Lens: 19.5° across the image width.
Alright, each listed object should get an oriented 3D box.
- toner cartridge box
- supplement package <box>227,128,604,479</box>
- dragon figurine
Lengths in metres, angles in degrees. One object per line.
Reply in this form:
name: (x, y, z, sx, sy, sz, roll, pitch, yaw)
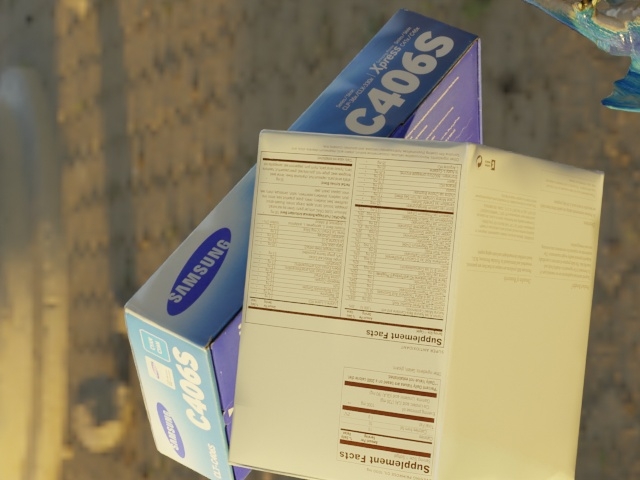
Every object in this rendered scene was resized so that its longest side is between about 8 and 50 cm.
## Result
toner cartridge box: (0.000, 0.000, 1.362, 0.075, 0.348, 0.165, 23, 144, 26)
supplement package: (0.063, 0.044, 1.151, 0.149, 0.194, 0.203, 5, 89, 32)
dragon figurine: (0.282, -0.161, 1.581, 0.289, 0.085, 0.144, 2, 126, 39)
